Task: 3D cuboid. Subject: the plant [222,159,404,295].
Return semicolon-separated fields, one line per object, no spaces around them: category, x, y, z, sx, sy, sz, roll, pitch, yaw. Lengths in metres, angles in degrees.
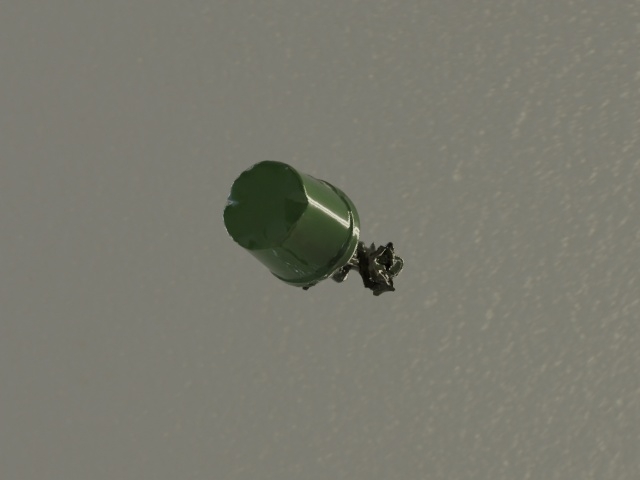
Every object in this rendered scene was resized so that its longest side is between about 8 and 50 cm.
plant;0.000;0.000;0.531;0.051;0.102;0.051;-12;-115;28
